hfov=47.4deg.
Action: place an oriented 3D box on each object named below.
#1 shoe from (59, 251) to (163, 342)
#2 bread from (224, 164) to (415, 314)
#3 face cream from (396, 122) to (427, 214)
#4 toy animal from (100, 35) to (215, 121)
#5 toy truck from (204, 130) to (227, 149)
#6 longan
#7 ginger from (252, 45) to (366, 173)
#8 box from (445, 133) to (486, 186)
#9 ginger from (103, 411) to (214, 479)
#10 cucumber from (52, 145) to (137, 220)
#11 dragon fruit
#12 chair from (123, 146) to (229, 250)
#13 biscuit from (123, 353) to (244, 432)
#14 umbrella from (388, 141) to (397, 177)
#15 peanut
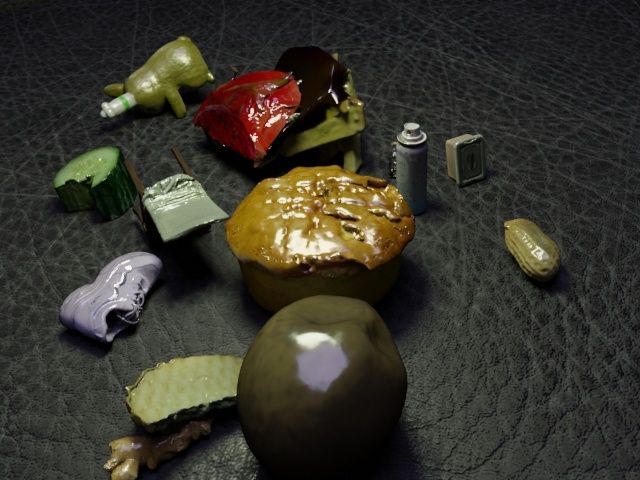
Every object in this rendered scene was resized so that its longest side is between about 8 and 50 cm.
[{"bbox_3d":[-0.413,0.120,1.530,0.138,0.095,0.245,29,52,31],"label":"shoe"},{"bbox_3d":[0.000,0.000,1.541,0.399,0.215,0.398,-2,38,1],"label":"bread"},{"bbox_3d":[0.215,-0.171,1.724,0.075,0.229,0.075,-3,37,3],"label":"face cream"},{"bbox_3d":[-0.510,-0.465,2.255,0.363,0.180,0.181,-40,39,-8],"label":"toy animal"},{"bbox_3d":[-0.255,-0.363,2.144,0.121,0.088,0.259,9,38,15],"label":"toy truck"},{"bbox_3d":[0.002,0.235,1.198,0.289,0.288,0.350,2,27,8],"label":"longan"},{"bbox_3d":[-0.025,-0.333,2.015,0.358,0.211,0.413,-47,38,13],"label":"ginger"},{"bbox_3d":[0.367,-0.209,1.854,0.089,0.122,0.062,-20,29,-18],"label":"box"},{"bbox_3d":[-0.274,0.336,1.260,0.177,0.052,0.193,-7,36,-3],"label":"ginger"},{"bbox_3d":[-0.573,-0.149,1.869,0.191,0.130,0.191,-7,36,5],"label":"cucumber"},{"bbox_3d":[-0.193,-0.369,1.935,0.282,0.100,0.344,-48,48,-11],"label":"dragon fruit"},{"bbox_3d":[-0.327,-0.061,1.676,0.160,0.186,0.319,-20,47,-22],"label":"chair"},{"bbox_3d":[-0.229,0.261,1.322,0.274,0.036,0.187,-12,25,-33],"label":"biscuit"},{"bbox_3d":[0.201,-0.218,1.944,0.040,0.037,0.143,1,39,5],"label":"umbrella"},{"bbox_3d":[0.458,0.014,1.576,0.094,0.083,0.194,-9,37,-6],"label":"peanut"}]
